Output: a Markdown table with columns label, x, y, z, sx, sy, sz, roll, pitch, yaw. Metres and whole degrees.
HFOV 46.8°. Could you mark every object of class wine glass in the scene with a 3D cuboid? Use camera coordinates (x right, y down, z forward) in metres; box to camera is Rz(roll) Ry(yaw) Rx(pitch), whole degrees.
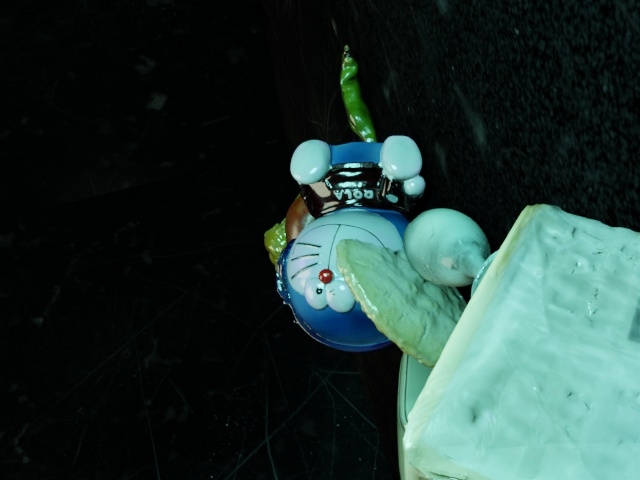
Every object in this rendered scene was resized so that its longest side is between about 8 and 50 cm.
| label | x | y | z | sx | sy | sz | roll | pitch | yaw |
| --- | --- | --- | --- | --- | --- | --- | --- | --- | --- |
| wine glass | 0.114 | 0.091 | 0.817 | 0.096 | 0.264 | 0.309 | 36 | -177 | -11 |

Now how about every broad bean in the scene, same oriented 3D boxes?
| label | x | y | z | sx | sy | sz | roll | pitch | yaw |
| --- | --- | --- | --- | --- | --- | --- | --- | --- | --- |
| broad bean | 0.065 | -0.264 | 1.389 | 0.061 | 0.046 | 0.195 | -155 | 51 | -87 |

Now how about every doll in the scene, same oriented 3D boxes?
| label | x | y | z | sx | sy | sz | roll | pitch | yaw |
| --- | --- | --- | --- | --- | --- | --- | --- | --- | --- |
| doll | 0.063 | 0.017 | 1.137 | 0.240 | 0.284 | 0.310 | 29 | -120 | -61 |

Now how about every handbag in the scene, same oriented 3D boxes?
| label | x | y | z | sx | sy | sz | roll | pitch | yaw |
| --- | --- | --- | --- | --- | --- | --- | --- | --- | --- |
| handbag | 0.176 | 0.307 | 1.171 | 0.315 | 0.109 | 0.241 | 85 | -167 | -45 |

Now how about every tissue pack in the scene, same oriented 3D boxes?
| label | x | y | z | sx | sy | sz | roll | pitch | yaw |
| --- | --- | --- | --- | --- | --- | --- | --- | --- | --- |
| tissue pack | 0.191 | 0.171 | 0.470 | 0.238 | 0.239 | 0.305 | -110 | 7 | -46 |

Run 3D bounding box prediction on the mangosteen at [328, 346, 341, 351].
| label | x | y | z | sx | sy | sz | roll | pitch | yaw |
| --- | --- | --- | --- | --- | --- | --- | --- | --- | --- |
| mangosteen | 0.042 | 0.151 | 1.706 | 0.265 | 0.228 | 0.228 | -6 | -103 | -51 |

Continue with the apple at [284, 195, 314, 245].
| label | x | y | z | sx | sy | sz | roll | pitch | yaw |
| --- | --- | --- | --- | --- | --- | --- | --- | --- | --- |
| apple | 0.038 | -0.016 | 1.554 | 0.230 | 0.230 | 0.230 | 165 | 90 | -85 |

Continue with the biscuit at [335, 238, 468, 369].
| label | x | y | z | sx | sy | sz | roll | pitch | yaw |
| --- | --- | --- | --- | --- | --- | --- | --- | --- | --- |
| biscuit | 0.128 | 0.081 | 0.952 | 0.265 | 0.040 | 0.188 | 36 | -146 | -11 |

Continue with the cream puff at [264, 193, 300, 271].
| label | x | y | z | sx | sy | sz | roll | pitch | yaw |
| --- | --- | --- | --- | --- | --- | --- | --- | --- | --- |
| cream puff | -0.001 | 0.000 | 1.861 | 0.185 | 0.282 | 0.282 | 38 | 152 | 37 |
